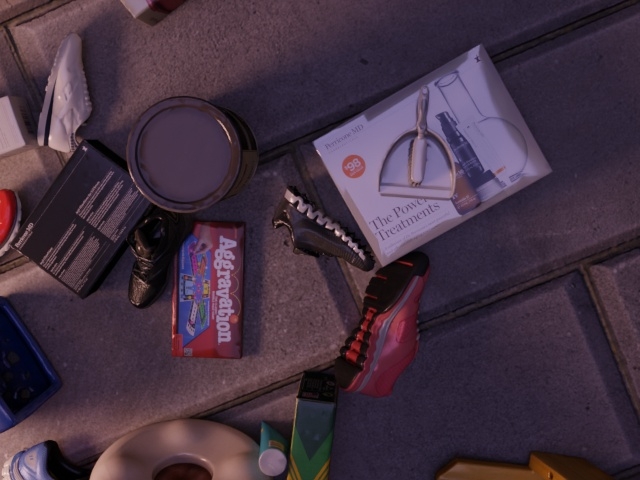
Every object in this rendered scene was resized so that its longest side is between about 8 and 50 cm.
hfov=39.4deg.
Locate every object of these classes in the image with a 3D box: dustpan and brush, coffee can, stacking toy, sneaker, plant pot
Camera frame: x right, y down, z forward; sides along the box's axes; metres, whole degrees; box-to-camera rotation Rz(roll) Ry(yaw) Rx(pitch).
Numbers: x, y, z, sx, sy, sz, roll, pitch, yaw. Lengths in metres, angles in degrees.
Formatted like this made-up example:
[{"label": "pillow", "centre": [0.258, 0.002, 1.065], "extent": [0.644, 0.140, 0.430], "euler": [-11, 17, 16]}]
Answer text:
[{"label": "dustpan and brush", "centre": [0.185, -0.182, 1.666], "extent": [0.147, 0.060, 0.211], "euler": [4, 95, 3]}, {"label": "coffee can", "centre": [-0.230, -0.161, 1.673], "extent": [0.201, 0.275, 0.201], "euler": [0, 96, 2]}, {"label": "stacking toy", "centre": [-0.272, 0.633, 1.789], "extent": [0.350, 0.350, 0.480], "euler": [4, 115, 2]}, {"label": "sneaker", "centre": [-0.503, 0.553, 1.834], "extent": [0.147, 0.130, 0.330], "euler": [-37, 93, 8]}, {"label": "plant pot", "centre": [-0.693, 0.276, 1.766], "extent": [0.212, 0.236, 0.236], "euler": [-31, 94, 11]}, {"label": "sneaker", "centre": [-0.709, 0.001, 1.774], "extent": [0.279, 0.118, 0.107], "euler": [-45, 58, 5]}, {"label": "sneaker", "centre": [0.147, 0.172, 1.793], "extent": [0.136, 0.116, 0.314], "euler": [28, 90, -30]}, {"label": "sneaker", "centre": [-0.496, -0.293, 1.777], "extent": [0.095, 0.090, 0.235], "euler": [12, 100, -11]}, {"label": "sneaker", "centre": [-0.345, 0.038, 1.761], "extent": [0.087, 0.130, 0.227], "euler": [36, 109, 18]}, {"label": "sneaker", "centre": [0.000, 0.000, 1.783], "extent": [0.234, 0.078, 0.106], "euler": [39, 99, 2]}]

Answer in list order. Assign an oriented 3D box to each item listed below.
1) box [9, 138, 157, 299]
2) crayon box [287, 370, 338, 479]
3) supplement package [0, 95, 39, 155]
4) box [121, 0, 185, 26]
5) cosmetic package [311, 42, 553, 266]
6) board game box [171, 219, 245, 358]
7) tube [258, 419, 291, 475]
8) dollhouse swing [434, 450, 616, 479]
[{"label": "box", "centre": [-0.461, -0.045, 1.783], "extent": [0.184, 0.103, 0.261], "euler": [37, 97, -4]}, {"label": "crayon box", "centre": [-0.021, 0.440, 1.765], "extent": [0.081, 0.202, 0.318], "euler": [7, 97, 2]}, {"label": "supplement package", "centre": [-0.665, -0.209, 1.773], "extent": [0.179, 0.105, 0.105], "euler": [-18, 96, 4]}, {"label": "box", "centre": [-0.284, -0.532, 1.701], "extent": [0.232, 0.148, 0.127], "euler": [-36, 94, 6]}, {"label": "cosmetic package", "centre": [0.215, -0.164, 1.746], "extent": [0.377, 0.097, 0.284], "euler": [-30, 91, 5]}, {"label": "board game box", "centre": [-0.228, 0.100, 1.825], "extent": [0.145, 0.027, 0.281], "euler": [2, 96, 1]}, {"label": "tube", "centre": [-0.090, 0.405, 1.760], "extent": [0.052, 0.207, 0.080], "euler": [-43, 93, 2]}, {"label": "dollhouse swing", "centre": [0.404, 0.616, 1.731], "extent": [0.305, 0.315, 0.347], "euler": [6, 97, -18]}]
